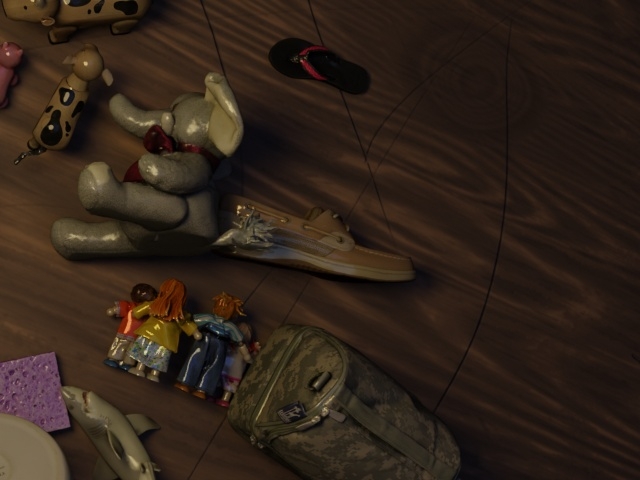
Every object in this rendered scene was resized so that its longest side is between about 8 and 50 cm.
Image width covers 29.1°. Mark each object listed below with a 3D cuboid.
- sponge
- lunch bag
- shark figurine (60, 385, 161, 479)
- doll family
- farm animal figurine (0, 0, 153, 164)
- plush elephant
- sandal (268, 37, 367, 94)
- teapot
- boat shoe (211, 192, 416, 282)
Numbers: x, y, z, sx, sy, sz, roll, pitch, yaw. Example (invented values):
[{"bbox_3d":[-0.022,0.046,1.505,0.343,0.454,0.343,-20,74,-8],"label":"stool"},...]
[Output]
[{"bbox_3d":[-0.481,0.239,1.806,0.210,0.031,0.117,-10,90,-22],"label":"sponge"},{"bbox_3d":[0.044,0.276,1.865,0.305,0.256,0.212,40,71,-26],"label":"lunch bag"},{"bbox_3d":[-0.299,0.353,1.820,0.166,0.116,0.278,21,33,-53],"label":"shark figurine"},{"bbox_3d":[-0.194,0.148,1.878,0.263,0.118,0.163,23,81,-20],"label":"doll family"},{"bbox_3d":[-0.380,-0.322,1.814,0.327,0.172,0.330,-32,97,-21],"label":"farm animal figurine"},{"bbox_3d":[-0.220,-0.119,1.820,0.330,0.272,0.255,4,69,-14],"label":"plush elephant"},{"bbox_3d":[0.002,-0.291,2.032,0.179,0.040,0.067,15,81,-20],"label":"sandal"},{"bbox_3d":[-0.469,0.378,1.703,0.256,0.187,0.252,14,41,-2],"label":"teapot"},{"bbox_3d":[0.000,0.000,1.965,0.341,0.121,0.110,12,82,-19],"label":"boat shoe"}]
